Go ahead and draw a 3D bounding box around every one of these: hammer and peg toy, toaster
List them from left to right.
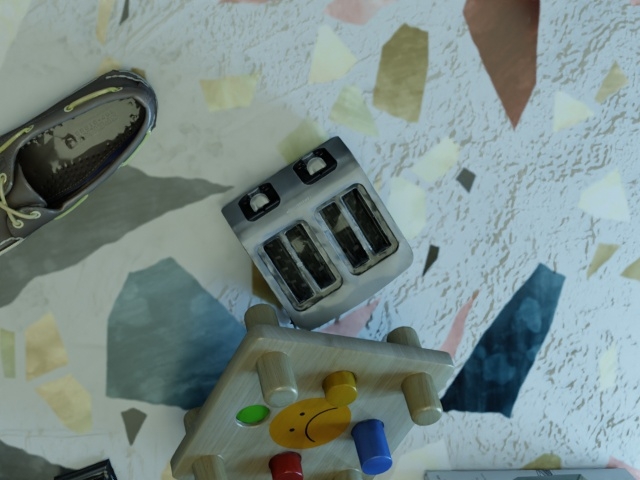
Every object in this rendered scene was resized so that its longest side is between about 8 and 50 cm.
[{"bbox_3d":[-0.029,0.236,1.574,0.266,0.127,0.361,10,131,-26],"label":"hammer and peg toy"},{"bbox_3d":[0.000,0.000,1.567,0.168,0.110,0.185,-32,106,0],"label":"toaster"}]

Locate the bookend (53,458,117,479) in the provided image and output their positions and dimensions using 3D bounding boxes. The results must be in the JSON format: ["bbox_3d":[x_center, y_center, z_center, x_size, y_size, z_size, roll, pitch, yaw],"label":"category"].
[{"bbox_3d":[-0.252,0.362,1.585,0.072,0.156,0.157,-20,104,-4],"label":"bookend"}]

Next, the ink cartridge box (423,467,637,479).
[{"bbox_3d":[0.267,0.397,1.698,0.273,0.115,0.198,1,103,-9],"label":"ink cartridge box"}]

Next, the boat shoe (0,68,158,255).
[{"bbox_3d":[-0.317,-0.071,1.505,0.324,0.097,0.116,-35,106,0],"label":"boat shoe"}]
